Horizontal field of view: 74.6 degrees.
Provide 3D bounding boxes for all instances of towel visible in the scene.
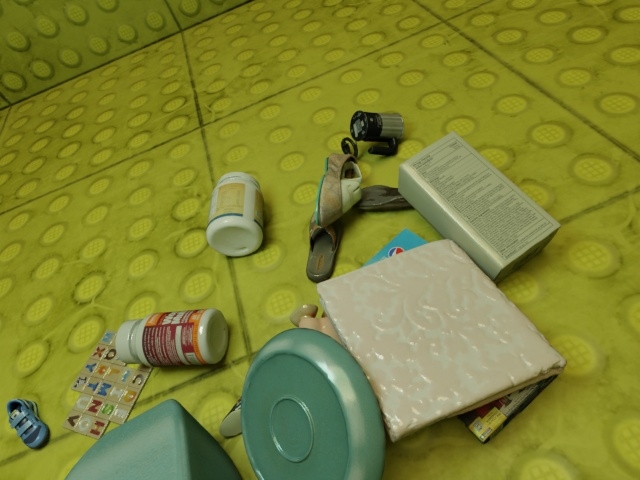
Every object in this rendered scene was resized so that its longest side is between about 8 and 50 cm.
[{"bbox_3d":[0.193,0.150,0.757,0.317,0.053,0.332,-19,44,-11],"label":"towel"}]

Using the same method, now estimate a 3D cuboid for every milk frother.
[{"bbox_3d":[0.146,-0.303,1.223,0.135,0.129,0.143,-6,8,-30],"label":"milk frother"}]

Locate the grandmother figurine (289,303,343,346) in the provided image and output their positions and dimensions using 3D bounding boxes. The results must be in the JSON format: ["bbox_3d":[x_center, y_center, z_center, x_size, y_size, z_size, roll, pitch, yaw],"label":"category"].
[{"bbox_3d":[0.035,0.283,0.784,0.208,0.104,0.342,-7,51,-4],"label":"grandmother figurine"}]

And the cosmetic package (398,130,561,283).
[{"bbox_3d":[0.325,-0.073,0.909,0.160,0.113,0.309,-32,63,-8],"label":"cosmetic package"}]

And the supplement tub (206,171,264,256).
[{"bbox_3d":[-0.225,-0.073,1.129,0.144,0.144,0.199,-13,49,9],"label":"supplement tub"}]

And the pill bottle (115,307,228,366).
[{"bbox_3d":[-0.331,0.220,0.942,0.221,0.121,0.121,-6,51,12],"label":"pill bottle"}]

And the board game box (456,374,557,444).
[{"bbox_3d":[0.284,0.227,0.763,0.194,0.060,0.194,-37,49,-11],"label":"board game box"}]

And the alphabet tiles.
[{"bbox_3d":[-0.496,0.331,0.990,0.198,0.009,0.237,4,54,22],"label":"alphabet tiles"}]

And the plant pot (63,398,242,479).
[{"bbox_3d":[-0.266,0.421,0.691,0.247,0.248,0.252,-28,33,-3],"label":"plant pot"}]

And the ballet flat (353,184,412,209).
[{"bbox_3d":[0.197,-0.106,1.073,0.250,0.058,0.084,-6,47,21],"label":"ballet flat"}]

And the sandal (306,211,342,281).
[{"bbox_3d":[0.000,0.000,1.045,0.090,0.060,0.219,-2,52,18],"label":"sandal"}]

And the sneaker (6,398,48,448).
[{"bbox_3d":[-0.669,0.413,0.951,0.144,0.059,0.053,28,64,34],"label":"sneaker"}]

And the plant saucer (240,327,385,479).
[{"bbox_3d":[-0.038,0.307,0.698,0.317,0.044,0.317,-5,82,41],"label":"plant saucer"}]

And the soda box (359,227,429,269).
[{"bbox_3d":[0.146,0.072,0.931,0.210,0.067,0.071,-41,51,-14],"label":"soda box"}]

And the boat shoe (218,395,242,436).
[{"bbox_3d":[-0.147,0.337,0.841,0.133,0.049,0.042,-43,18,-5],"label":"boat shoe"}]

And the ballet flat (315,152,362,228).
[{"bbox_3d":[0.054,-0.144,1.084,0.106,0.107,0.316,-1,39,9],"label":"ballet flat"}]
